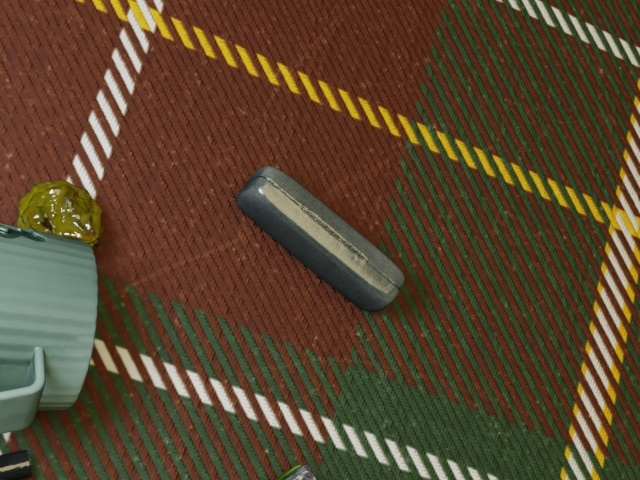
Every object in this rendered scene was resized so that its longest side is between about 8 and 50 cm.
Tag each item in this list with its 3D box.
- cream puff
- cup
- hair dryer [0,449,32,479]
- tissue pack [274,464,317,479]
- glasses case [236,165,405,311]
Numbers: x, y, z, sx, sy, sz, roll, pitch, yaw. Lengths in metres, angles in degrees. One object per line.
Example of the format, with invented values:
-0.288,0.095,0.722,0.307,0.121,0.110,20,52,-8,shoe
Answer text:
-0.415,-0.034,1.903,0.146,0.116,0.146,4,79,-22,cream puff
-0.543,0.141,1.697,0.392,0.310,0.400,9,60,-24,cup
-0.494,0.392,1.742,0.173,0.195,0.050,-12,124,-24,hair dryer
-0.078,0.498,1.924,0.236,0.073,0.173,-30,92,-23,tissue pack
0.000,0.000,2.047,0.323,0.131,0.074,40,67,-8,glasses case
